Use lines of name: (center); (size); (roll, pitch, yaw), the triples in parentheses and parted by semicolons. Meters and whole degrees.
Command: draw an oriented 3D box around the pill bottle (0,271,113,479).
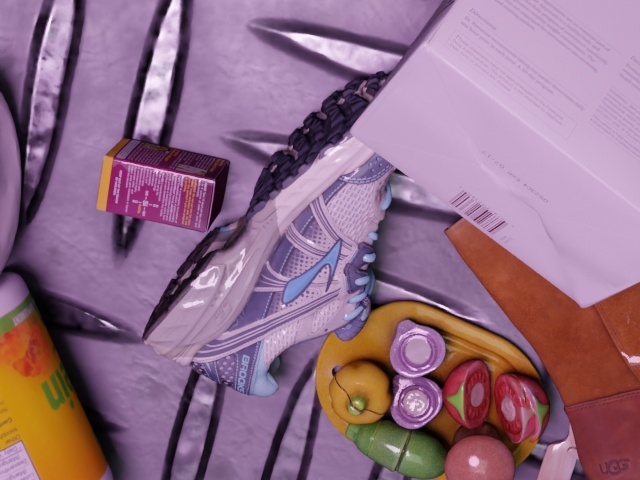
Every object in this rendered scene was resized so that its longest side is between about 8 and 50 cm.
pill bottle: (-0.238, 0.160, 1.030); (0.136, 0.136, 0.246); (-19, 104, 12)

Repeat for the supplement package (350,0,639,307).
supplement package: (0.165, -0.106, 0.849); (0.194, 0.149, 0.203); (37, 68, -4)

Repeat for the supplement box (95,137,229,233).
supplement box: (-0.114, -0.041, 0.998); (0.083, 0.055, 0.043); (12, 109, 4)

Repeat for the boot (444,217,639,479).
boot: (0.261, 0.039, 0.947); (0.264, 0.096, 0.280); (-32, 78, 20)

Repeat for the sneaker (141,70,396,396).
sneaker: (0.000, 0.000, 0.983); (0.122, 0.110, 0.283); (37, 116, -14)

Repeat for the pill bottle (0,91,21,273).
pill bottle: (-0.367, -0.043, 0.973); (0.278, 0.162, 0.162); (2, 107, 7)

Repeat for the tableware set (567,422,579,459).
tableware set: (0.240, 0.189, 1.028); (0.141, 0.020, 0.169); (12, 113, -4)

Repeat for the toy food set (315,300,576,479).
toy food set: (0.098, 0.131, 1.014); (0.218, 0.071, 0.128); (22, 108, 0)
